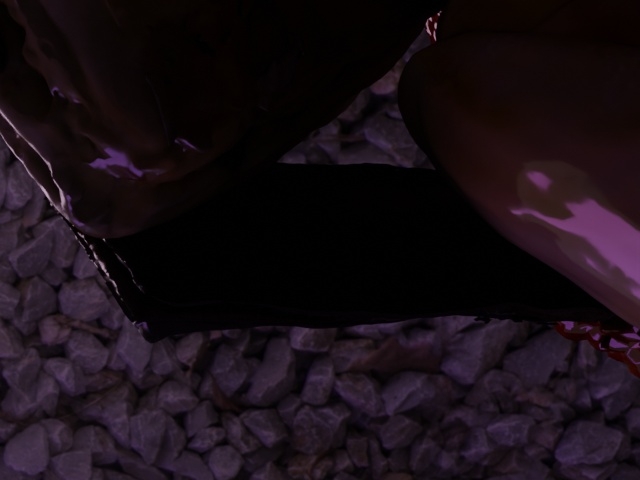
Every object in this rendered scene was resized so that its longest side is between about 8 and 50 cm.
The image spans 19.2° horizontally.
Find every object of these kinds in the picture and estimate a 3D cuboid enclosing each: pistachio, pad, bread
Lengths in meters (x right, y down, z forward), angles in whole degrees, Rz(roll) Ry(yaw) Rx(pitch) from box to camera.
[{"bbox_3d":[0.193,-0.047,0.855,0.309,0.230,0.230,24,-173,3],"label":"pistachio"},{"bbox_3d":[0.000,-0.001,0.888,0.233,0.022,0.174,0,-156,-23],"label":"pad"},{"bbox_3d":[-0.067,-0.171,0.897,0.277,0.167,0.324,54,-151,4],"label":"bread"}]

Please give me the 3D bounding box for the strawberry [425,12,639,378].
[{"bbox_3d":[0.190,-0.086,1.146,0.312,0.267,0.351,48,180,-34],"label":"strawberry"}]
